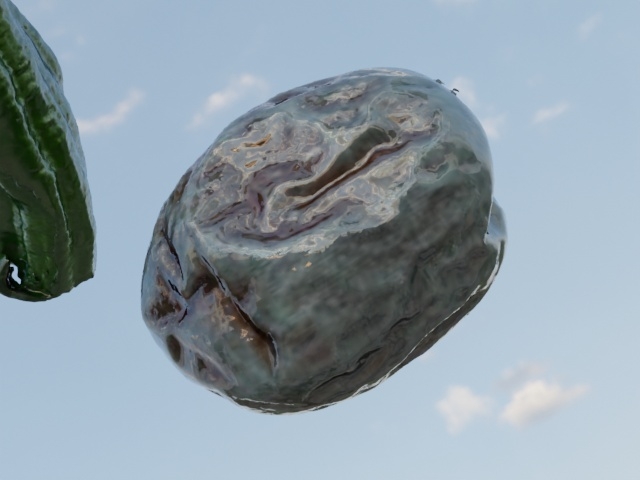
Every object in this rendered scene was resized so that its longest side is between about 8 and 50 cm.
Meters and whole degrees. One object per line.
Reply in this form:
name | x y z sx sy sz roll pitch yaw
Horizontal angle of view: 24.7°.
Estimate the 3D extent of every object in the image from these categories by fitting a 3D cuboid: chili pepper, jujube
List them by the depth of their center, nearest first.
jujube | 0.002 0.007 1.177 0.308 0.246 0.215 -29 -34 -14
chili pepper | -0.317 -0.129 1.305 0.167 0.213 0.385 -43 -52 -38
